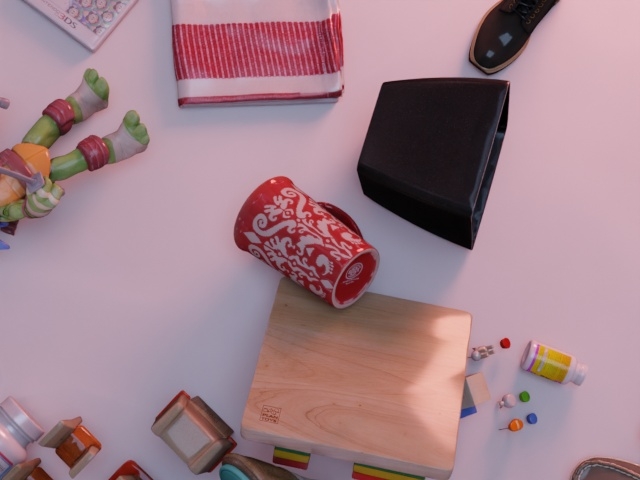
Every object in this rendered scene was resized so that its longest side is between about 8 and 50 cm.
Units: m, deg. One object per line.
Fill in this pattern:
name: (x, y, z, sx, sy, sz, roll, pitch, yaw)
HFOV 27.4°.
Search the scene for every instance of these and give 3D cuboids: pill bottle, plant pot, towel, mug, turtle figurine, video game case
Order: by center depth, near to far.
pill bottle: (-0.430, 0.275, 1.657, 0.160, 0.087, 0.087, -44, 86, -11)
turtle figurine: (-0.364, -0.131, 1.665, 0.266, 0.197, 0.275, -34, 126, -27)
mug: (-0.002, -0.005, 1.706, 0.169, 0.113, 0.150, 35, 62, 29)
plant pot: (0.147, -0.116, 1.742, 0.167, 0.187, 0.188, 16, 79, 10)
pill bottle: (0.315, 0.167, 1.765, 0.083, 0.043, 0.043, 21, 78, 0)
video game case: (-0.322, -0.361, 1.820, 0.143, 0.019, 0.157, 37, 78, 2)
towel: (-0.092, -0.350, 1.830, 0.237, 0.037, 0.329, -3, 80, -5)

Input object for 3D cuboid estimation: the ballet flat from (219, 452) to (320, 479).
ballet flat: (-0.003, 0.382, 1.638, 0.124, 0.116, 0.342, -34, 103, -27)

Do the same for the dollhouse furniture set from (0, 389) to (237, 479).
dollhouse furniture set: (-0.228, 0.319, 1.667, 0.262, 0.135, 0.259, 44, 90, 4)

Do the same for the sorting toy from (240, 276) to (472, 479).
sorting toy: (0.048, 0.187, 1.663, 0.257, 0.089, 0.255, 11, 45, 3)

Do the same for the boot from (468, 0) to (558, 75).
boot: (0.283, -0.329, 1.807, 0.077, 0.137, 0.198, 36, 79, 2)

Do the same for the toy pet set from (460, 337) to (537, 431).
toy pet set: (0.214, 0.205, 1.754, 0.114, 0.065, 0.122, -13, 82, -43)

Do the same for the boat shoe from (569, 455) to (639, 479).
boat shoe: (0.449, 0.372, 1.673, 0.305, 0.091, 0.109, 34, 89, 24)
